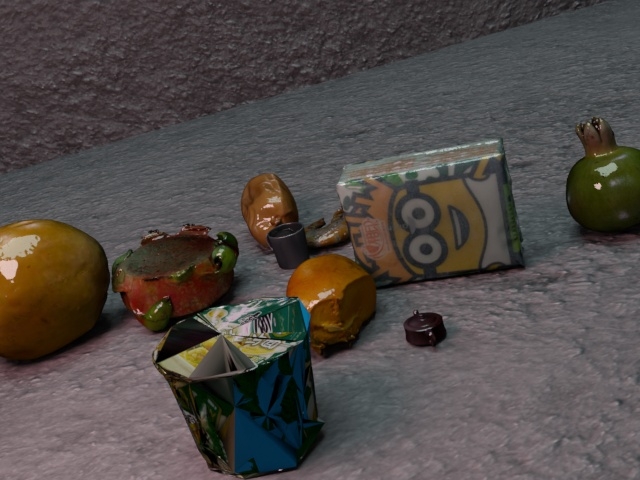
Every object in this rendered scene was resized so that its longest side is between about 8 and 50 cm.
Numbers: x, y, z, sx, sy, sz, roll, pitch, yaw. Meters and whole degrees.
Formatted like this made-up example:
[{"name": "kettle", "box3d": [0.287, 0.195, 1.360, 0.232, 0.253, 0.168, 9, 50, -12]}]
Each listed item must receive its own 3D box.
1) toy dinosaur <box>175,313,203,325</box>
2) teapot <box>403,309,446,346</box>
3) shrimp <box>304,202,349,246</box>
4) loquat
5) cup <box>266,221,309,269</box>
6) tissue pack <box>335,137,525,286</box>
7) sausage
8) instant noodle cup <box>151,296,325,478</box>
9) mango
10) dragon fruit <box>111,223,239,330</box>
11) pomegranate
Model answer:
[{"name": "toy dinosaur", "box3d": [-0.156, 0.163, 1.527, 0.162, 0.077, 0.294, -29, -12, 26]}, {"name": "teapot", "box3d": [0.170, 0.141, 1.504, 0.067, 0.045, 0.100, -18, 21, -5]}, {"name": "shrimp", "box3d": [0.017, -0.035, 2.021, 0.132, 0.052, 0.187, 2, 24, 25]}, {"name": "loquat", "box3d": [-0.556, 0.094, 1.806, 0.283, 0.276, 0.276, -5, 19, -12]}, {"name": "cup", "box3d": [-0.073, 0.011, 1.938, 0.100, 0.077, 0.078, 7, 30, 42]}, {"name": "tissue pack", "box3d": [0.205, -0.046, 1.698, 0.310, 0.228, 0.128, -10, 23, 15]}, {"name": "sausage", "box3d": [-0.116, -0.068, 2.099, 0.120, 0.136, 0.241, -11, 25, -9]}, {"name": "instant noodle cup", "box3d": [-0.106, 0.211, 1.325, 0.240, 0.178, 0.240, -12, 21, 5]}, {"name": "mango", "box3d": [0.019, 0.094, 1.612, 0.153, 0.126, 0.252, 1, 23, 8]}, {"name": "dragon fruit", "box3d": [-0.287, 0.068, 1.861, 0.295, 0.130, 0.268, 2, 27, 36]}, {"name": "pomegranate", "box3d": [0.530, -0.111, 1.688, 0.179, 0.210, 0.179, -21, 39, 18]}]
